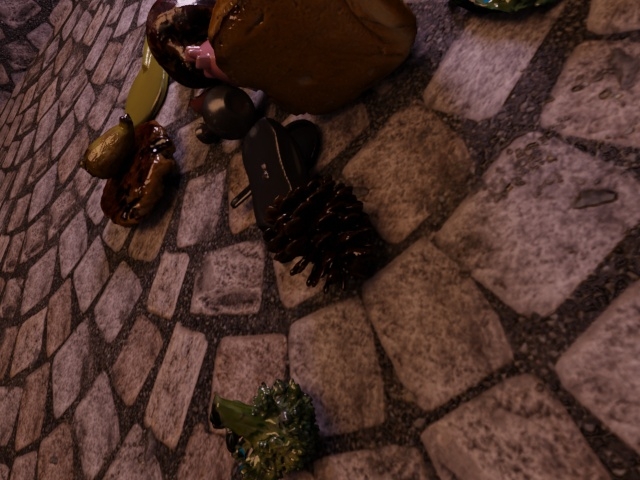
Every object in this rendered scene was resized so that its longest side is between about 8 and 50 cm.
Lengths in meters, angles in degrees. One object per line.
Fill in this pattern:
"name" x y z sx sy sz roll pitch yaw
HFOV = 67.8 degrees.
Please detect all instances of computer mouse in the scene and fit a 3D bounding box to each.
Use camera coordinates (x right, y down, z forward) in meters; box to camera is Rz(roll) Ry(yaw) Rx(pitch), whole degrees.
"computer mouse" -0.075 -0.113 0.850 0.122 0.073 0.217 -29 67 39

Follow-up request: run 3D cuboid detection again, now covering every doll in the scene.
"doll" -0.175 -0.373 1.001 0.262 0.211 0.093 -128 48 -55

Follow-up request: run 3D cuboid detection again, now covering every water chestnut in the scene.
"water chestnut" -0.299 -0.474 1.144 0.223 0.223 0.238 -41 48 20

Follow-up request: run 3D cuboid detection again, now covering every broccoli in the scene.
"broccoli" -0.086 0.260 0.667 0.167 0.160 0.155 18 84 63

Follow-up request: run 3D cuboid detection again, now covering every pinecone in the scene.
"pinecone" 0.006 -0.001 0.709 0.163 0.163 0.165 -43 64 19

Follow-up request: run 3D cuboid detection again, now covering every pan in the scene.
"pan" -0.089 -0.139 0.937 0.235 0.028 0.136 -40 49 18

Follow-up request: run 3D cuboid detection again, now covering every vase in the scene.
"vase" -0.222 -0.270 1.064 0.182 0.120 0.120 -15 61 53

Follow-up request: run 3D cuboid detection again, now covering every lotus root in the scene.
"lotus root" -0.537 -0.241 1.237 0.190 0.094 0.108 -44 45 8

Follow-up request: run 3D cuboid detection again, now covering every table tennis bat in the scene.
"table tennis bat" -0.539 -0.516 1.494 0.224 0.054 0.369 -14 67 38

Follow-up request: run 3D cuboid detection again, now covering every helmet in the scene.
"helmet" -0.281 -0.344 1.185 0.084 0.049 0.065 -40 10 -12

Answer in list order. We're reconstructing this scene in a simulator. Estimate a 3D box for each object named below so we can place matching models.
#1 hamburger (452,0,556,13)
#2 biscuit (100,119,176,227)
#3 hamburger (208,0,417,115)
"hamburger" 0.281 -0.470 0.672 0.260 0.150 0.276 22 88 46
"biscuit" -0.477 -0.173 1.263 0.334 0.081 0.290 35 97 49
"hamburger" -0.017 -0.348 0.772 0.284 0.304 0.174 -32 51 28
